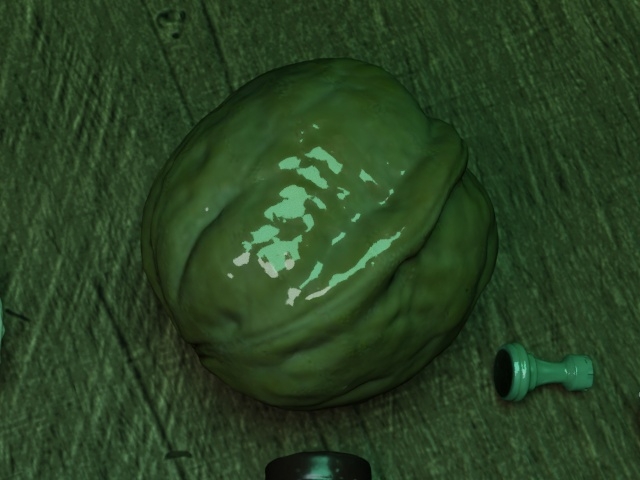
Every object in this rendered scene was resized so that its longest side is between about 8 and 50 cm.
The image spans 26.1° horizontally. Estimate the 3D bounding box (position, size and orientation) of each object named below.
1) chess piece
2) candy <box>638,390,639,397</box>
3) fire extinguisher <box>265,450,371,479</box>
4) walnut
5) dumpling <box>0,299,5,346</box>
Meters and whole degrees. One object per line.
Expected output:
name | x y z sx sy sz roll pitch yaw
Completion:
chess piece | 0.252 0.148 1.556 0.103 0.067 0.067 2 64 -16
candy | 0.511 0.237 1.527 0.297 0.081 0.187 -6 67 -9
fire extinguisher | 0.008 0.391 1.386 0.135 0.114 0.337 27 52 -43
walnut | 0.000 0.000 1.456 0.381 0.381 0.381 2 64 -5
dumpling | -0.448 0.110 1.468 0.252 0.131 0.179 -34 94 -8
